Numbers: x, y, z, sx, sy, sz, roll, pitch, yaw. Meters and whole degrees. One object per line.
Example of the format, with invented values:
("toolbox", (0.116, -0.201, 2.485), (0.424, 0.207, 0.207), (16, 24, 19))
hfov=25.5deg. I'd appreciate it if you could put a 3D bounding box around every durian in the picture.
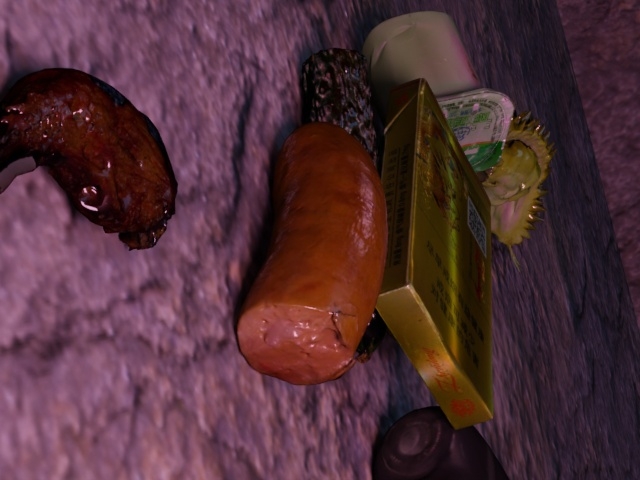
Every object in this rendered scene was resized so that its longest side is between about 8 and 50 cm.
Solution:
("durian", (0.208, -0.100, 1.850), (0.169, 0.157, 0.355), (-63, 150, -7))

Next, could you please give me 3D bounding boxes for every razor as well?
("razor", (0.150, 0.317, 1.313), (0.204, 0.113, 0.349), (-86, 154, -48))

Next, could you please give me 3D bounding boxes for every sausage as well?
("sausage", (0.000, -0.002, 1.144), (0.270, 0.109, 0.109), (-83, 152, -52))

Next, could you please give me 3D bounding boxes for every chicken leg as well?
("chicken leg", (-0.153, -0.048, 0.831), (0.253, 0.051, 0.106), (3, 79, -67))

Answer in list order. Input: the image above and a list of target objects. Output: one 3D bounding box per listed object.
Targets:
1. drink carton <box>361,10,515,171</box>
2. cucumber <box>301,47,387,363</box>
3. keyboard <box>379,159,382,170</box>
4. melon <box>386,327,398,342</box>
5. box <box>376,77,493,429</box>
("drink carton", (0.113, -0.159, 1.509), (0.144, 0.146, 0.142), (96, -20, -57))
("cucumber", (0.028, -0.034, 1.296), (0.067, 0.067, 0.293), (33, 47, -63))
("keyboard", (0.059, -0.039, 1.457), (0.072, 0.023, 0.231), (-75, 145, -51))
("melon", (0.085, 0.056, 1.390), (0.128, 0.079, 0.160), (73, 10, -50))
("box", (0.107, 0.004, 1.298), (0.173, 0.043, 0.311), (57, 25, -33))
